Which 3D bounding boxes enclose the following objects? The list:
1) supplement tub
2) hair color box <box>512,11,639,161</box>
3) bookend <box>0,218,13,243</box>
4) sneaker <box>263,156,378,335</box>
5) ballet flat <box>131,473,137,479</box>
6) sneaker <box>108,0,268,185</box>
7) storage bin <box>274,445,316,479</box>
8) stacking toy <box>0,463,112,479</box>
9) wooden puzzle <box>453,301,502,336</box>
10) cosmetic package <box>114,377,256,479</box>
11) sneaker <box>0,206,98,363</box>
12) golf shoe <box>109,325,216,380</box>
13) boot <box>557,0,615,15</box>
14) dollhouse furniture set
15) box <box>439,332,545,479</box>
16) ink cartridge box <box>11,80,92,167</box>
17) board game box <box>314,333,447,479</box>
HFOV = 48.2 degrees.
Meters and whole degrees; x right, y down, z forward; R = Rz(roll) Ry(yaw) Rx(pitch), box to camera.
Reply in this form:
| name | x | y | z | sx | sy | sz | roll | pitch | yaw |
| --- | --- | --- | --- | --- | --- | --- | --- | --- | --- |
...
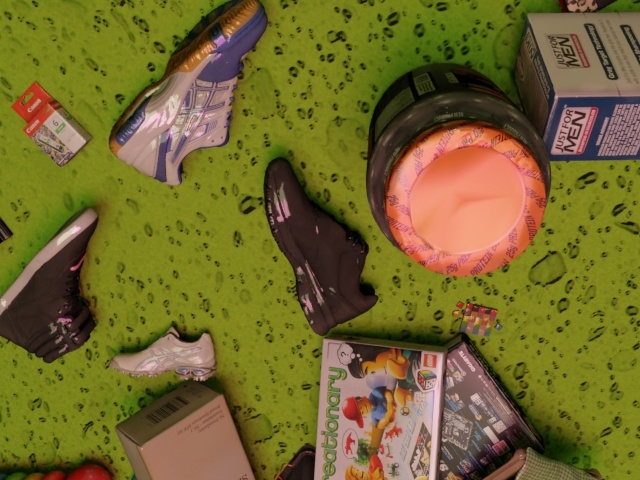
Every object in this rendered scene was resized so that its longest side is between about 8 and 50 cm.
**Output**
| name | x | y | z | sx | sy | sz | roll | pitch | yaw |
| --- | --- | --- | --- | --- | --- | --- | --- | --- | --- |
| supplement tub | 0.159 | -0.096 | 0.879 | 0.207 | 0.338 | 0.207 | 2 | 112 | 4 |
| hair color box | 0.433 | -0.193 | 0.885 | 0.347 | 0.174 | 0.105 | 0 | 139 | 0 |
| bookend | -0.582 | 0.027 | 1.084 | 0.156 | 0.157 | 0.072 | -29 | 107 | 15 |
| sneaker | 0.000 | 0.000 | 1.068 | 0.130 | 0.109 | 0.286 | -21 | 115 | 2 |
| ballet flat | -0.291 | 0.397 | 1.261 | 0.068 | 0.072 | 0.213 | 8 | 115 | -28 |
| sneaker | -0.162 | -0.204 | 1.004 | 0.131 | 0.112 | 0.296 | 37 | 112 | -28 |
| storage bin | -0.035 | 0.437 | 1.234 | 0.098 | 0.091 | 0.135 | 31 | 109 | -7 |
| stacking toy | -0.530 | 0.470 | 1.277 | 0.330 | 0.141 | 0.141 | -11 | 110 | 2 |
| wooden puzzle | 0.250 | 0.127 | 1.136 | 0.083 | 0.006 | 0.049 | 12 | 111 | 0 |
| cosmetic package | -0.201 | 0.408 | 1.187 | 0.160 | 0.113 | 0.310 | -30 | 112 | -31 |
| sneaker | -0.395 | 0.078 | 1.123 | 0.147 | 0.105 | 0.296 | 40 | 115 | -12 |
| golf shoe | -0.259 | 0.183 | 1.179 | 0.176 | 0.069 | 0.086 | 1 | 91 | 1 |
| boot | 0.352 | -0.403 | 0.882 | 0.178 | 0.085 | 0.236 | -26 | 107 | 16 |
| dollhouse furniture set | 0.299 | 0.474 | 1.108 | 0.197 | 0.151 | 0.301 | 21 | 127 | -28 |
| box | 0.224 | 0.286 | 1.149 | 0.175 | 0.051 | 0.220 | -37 | 90 | 17 |
| ink cartridge box | -0.404 | -0.172 | 1.061 | 0.063 | 0.029 | 0.115 | -39 | 104 | 17 |
| board game box | 0.092 | 0.310 | 1.121 | 0.192 | 0.053 | 0.306 | 4 | 92 | 19 |
